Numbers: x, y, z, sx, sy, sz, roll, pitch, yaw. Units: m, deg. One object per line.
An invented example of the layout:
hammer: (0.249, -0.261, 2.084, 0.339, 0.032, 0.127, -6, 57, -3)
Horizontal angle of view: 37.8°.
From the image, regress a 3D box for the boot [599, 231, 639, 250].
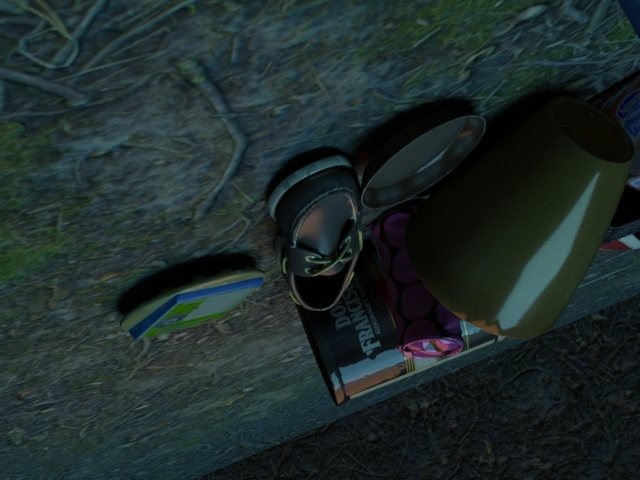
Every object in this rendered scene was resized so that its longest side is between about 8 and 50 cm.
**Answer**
boot: (0.493, -0.003, 1.752, 0.244, 0.088, 0.176, 10, 145, -46)

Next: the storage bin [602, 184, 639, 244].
storage bin: (0.482, -0.085, 1.428, 0.180, 0.122, 0.084, -21, 162, -5)

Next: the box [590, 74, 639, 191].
box: (0.468, -0.139, 1.250, 0.128, 0.123, 0.256, -30, 161, 26)

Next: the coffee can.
coffee can: (0.116, 0.109, 1.429, 0.275, 0.202, 0.201, -21, 162, -6)

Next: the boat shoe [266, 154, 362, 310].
boat shoe: (0.000, 0.000, 1.143, 0.116, 0.097, 0.324, -18, 162, -12)

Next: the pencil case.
pencil case: (0.130, 0.060, 1.289, 0.098, 0.209, 0.095, -10, 156, -2)

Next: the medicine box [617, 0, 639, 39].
medicine box: (0.474, -0.188, 0.882, 0.289, 0.264, 0.149, -13, 160, -28)

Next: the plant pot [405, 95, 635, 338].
plant pot: (0.267, -0.046, 1.168, 0.237, 0.237, 0.254, -9, 144, -36)

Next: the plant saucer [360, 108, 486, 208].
plant saucer: (0.112, -0.097, 1.072, 0.168, 0.029, 0.168, -29, 161, -11)

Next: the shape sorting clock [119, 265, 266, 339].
shape sorting clock: (-0.172, 0.080, 1.265, 0.206, 0.040, 0.206, -23, 165, -6)
